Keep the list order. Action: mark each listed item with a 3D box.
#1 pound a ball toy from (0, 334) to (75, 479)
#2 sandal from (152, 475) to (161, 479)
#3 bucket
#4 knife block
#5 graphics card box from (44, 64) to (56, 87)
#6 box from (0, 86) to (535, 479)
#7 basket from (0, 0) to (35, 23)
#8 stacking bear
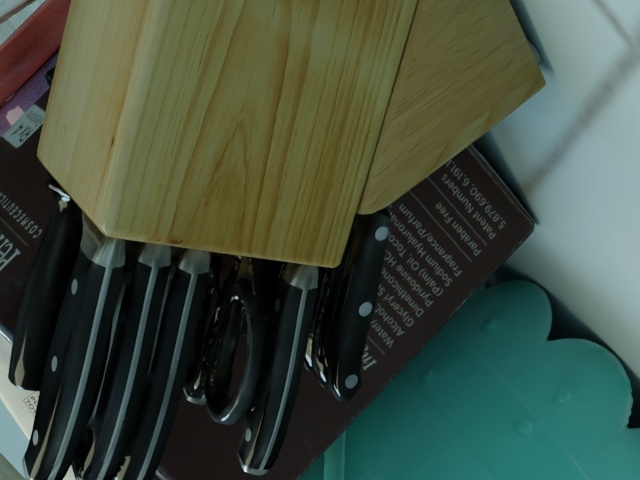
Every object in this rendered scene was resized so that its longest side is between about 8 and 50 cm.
[{"bbox_3d":[-0.122,0.097,0.984,0.319,0.136,0.208,55,-159,2],"label":"pound a ball toy"},{"bbox_3d":[-0.038,0.224,0.819,0.303,0.086,0.120,57,171,-13],"label":"sandal"},{"bbox_3d":[0.089,0.168,0.825,0.281,0.183,0.281,52,171,12],"label":"bucket"},{"bbox_3d":[-0.054,-0.051,0.558,0.088,0.242,0.275,39,162,56],"label":"knife block"},{"bbox_3d":[-0.043,0.031,1.136,0.371,0.094,0.233,49,170,19],"label":"graphics card box"},{"bbox_3d":[-0.048,-0.008,0.734,0.167,0.203,0.168,48,172,-27],"label":"box"},{"bbox_3d":[-0.290,-0.275,1.347,0.167,0.113,0.103,55,173,-5],"label":"basket"},{"bbox_3d":[-0.171,-0.070,1.365,0.289,0.164,0.175,45,-179,-13],"label":"stacking bear"}]
